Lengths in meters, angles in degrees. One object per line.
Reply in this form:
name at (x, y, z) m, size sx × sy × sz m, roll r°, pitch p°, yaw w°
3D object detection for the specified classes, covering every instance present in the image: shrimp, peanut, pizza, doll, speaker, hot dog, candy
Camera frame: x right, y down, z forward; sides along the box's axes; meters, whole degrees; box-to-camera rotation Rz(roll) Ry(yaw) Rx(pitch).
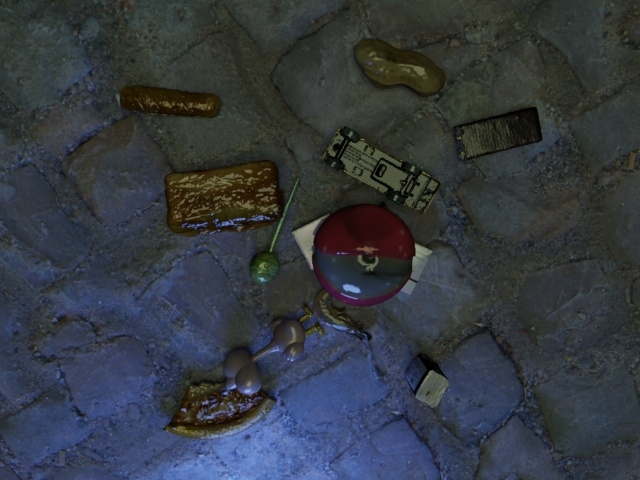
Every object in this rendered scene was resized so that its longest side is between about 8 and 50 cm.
shrimp at (0.086, 0.217, 1.731) m, size 0.219 × 0.046 × 0.152 m, roll 34°, pitch 100°, yaw -6°
peanut at (0.220, -0.478, 1.585) m, size 0.274 × 0.111 × 0.125 m, roll 17°, pitch 103°, yaw -4°
pizza at (-0.316, 0.523, 1.753) m, size 0.365 × 0.074 × 0.182 m, roll -8°, pitch 100°, yaw -1°
doll at (-0.161, 0.339, 1.695) m, size 0.365 × 0.160 × 0.094 m, roll -41°, pitch 141°, yaw 4°
speaker at (0.120, 0.050, 1.585) m, size 0.294 × 0.294 × 0.294 m, roll 0°, pitch 100°, yaw -2°
hot dog at (-0.428, -0.396, 1.606) m, size 0.286 × 0.061 × 0.088 m, roll 0°, pitch 88°, yaw -3°
candy at (-0.125, -0.032, 1.673) m, size 0.093 × 0.092 × 0.335 m, roll 20°, pitch 90°, yaw -18°

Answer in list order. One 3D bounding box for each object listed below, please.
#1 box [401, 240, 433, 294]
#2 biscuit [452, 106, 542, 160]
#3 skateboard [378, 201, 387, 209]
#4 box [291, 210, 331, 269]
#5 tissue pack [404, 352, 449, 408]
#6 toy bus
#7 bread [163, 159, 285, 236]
box at (0.269, 0.079, 1.716) m, size 0.084 × 0.040 × 0.154 m, roll 24°, pitch 99°, yaw -8°
biscuit at (0.511, -0.309, 1.643) m, size 0.252 × 0.070 × 0.106 m, roll -15°, pitch 99°, yaw 0°
skateboard at (0.205, -0.044, 1.689) m, size 0.080 × 0.067 × 0.151 m, roll -23°, pitch 105°, yaw -8°
box at (0.000, 0.000, 1.689) m, size 0.129 × 0.051 × 0.130 m, roll -27°, pitch 98°, yaw 3°
tissue pack at (0.321, 0.420, 1.708) m, size 0.090 × 0.170 × 0.103 m, roll 30°, pitch 95°, yaw -6°
toy bus at (0.174, -0.201, 1.623) m, size 0.335 × 0.123 × 0.121 m, roll 28°, pitch 99°, yaw -6°
bread at (-0.273, -0.117, 1.607) m, size 0.344 × 0.149 × 0.195 m, roll -6°, pitch 86°, yaw -3°
